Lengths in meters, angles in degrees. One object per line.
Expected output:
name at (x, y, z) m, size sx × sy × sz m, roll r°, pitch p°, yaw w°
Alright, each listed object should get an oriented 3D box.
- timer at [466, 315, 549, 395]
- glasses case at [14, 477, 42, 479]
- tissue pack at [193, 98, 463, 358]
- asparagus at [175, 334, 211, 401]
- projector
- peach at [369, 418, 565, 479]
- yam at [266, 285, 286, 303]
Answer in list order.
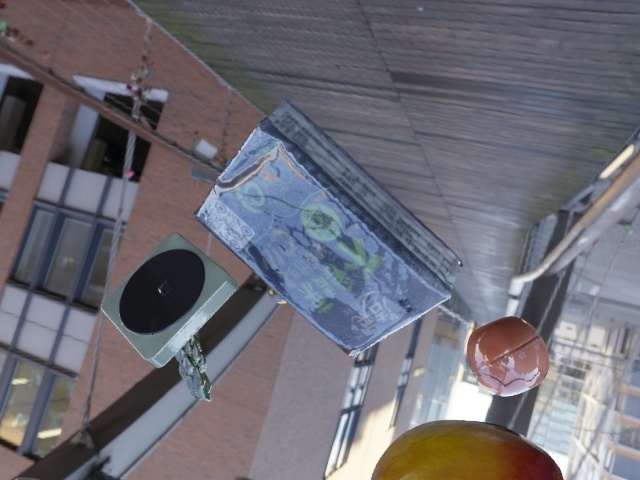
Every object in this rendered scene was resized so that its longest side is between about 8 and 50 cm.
timer at (0.561, 0.348, 1.646) m, size 0.229 × 0.215 × 0.229 m, roll -21°, pitch 162°, yaw -7°
glasses case at (-0.563, 0.560, 1.179) m, size 0.204 × 0.051 × 0.081 m, roll 29°, pitch 148°, yaw -15°
tissue pack at (0.000, 0.000, 0.928) m, size 0.394 × 0.124 × 0.288 m, roll 42°, pitch 137°, yaw -5°
asparagus at (-0.345, 0.334, 1.467) m, size 0.080 × 0.287 × 0.080 m, roll -1°, pitch -148°, yaw 0°
projector at (-0.356, 0.134, 1.288) m, size 0.257 × 0.259 × 0.079 m, roll 32°, pitch 162°, yaw 39°
peach at (0.200, 0.387, 0.746) m, size 0.289 × 0.289 × 0.308 m, roll 18°, pitch 165°, yaw -16°
yam at (-0.038, 0.091, 1.193) m, size 0.068 × 0.068 × 0.169 m, roll 21°, pitch 150°, yaw -40°
